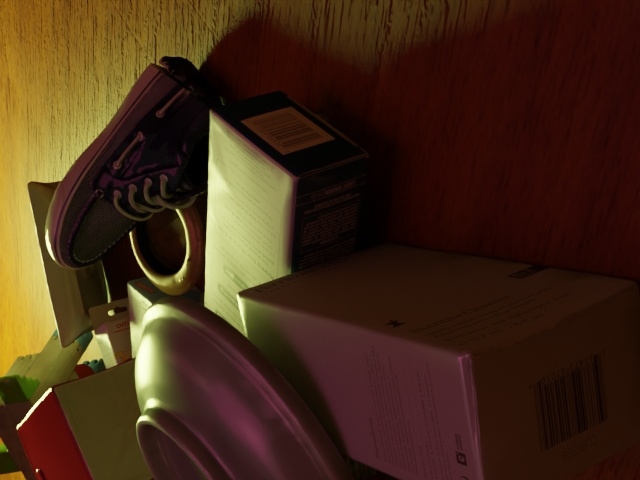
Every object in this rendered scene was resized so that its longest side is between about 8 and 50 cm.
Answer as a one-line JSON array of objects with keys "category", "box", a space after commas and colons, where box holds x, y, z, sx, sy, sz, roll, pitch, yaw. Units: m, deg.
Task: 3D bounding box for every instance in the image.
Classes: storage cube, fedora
[{"category": "storage cube", "box": [-0.317, 0.301, 1.774, 0.193, 0.183, 0.215, -42, 70, 51]}, {"category": "fedora", "box": [-0.206, -0.013, 1.737, 0.194, 0.079, 0.194, 19, 116, 45]}]

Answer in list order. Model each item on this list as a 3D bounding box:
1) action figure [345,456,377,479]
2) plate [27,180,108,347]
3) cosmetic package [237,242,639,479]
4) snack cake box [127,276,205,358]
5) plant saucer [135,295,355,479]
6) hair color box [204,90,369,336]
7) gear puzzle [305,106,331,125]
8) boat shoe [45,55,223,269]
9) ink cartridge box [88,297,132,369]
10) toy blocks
[{"category": "action figure", "box": [0.002, 0.317, 1.484, 0.276, 0.164, 0.141, 55, 155, 13]}, {"category": "plate", "box": [-0.424, 0.029, 2.044, 0.278, 0.045, 0.277, -65, -37, -86]}, {"category": "cosmetic package", "box": [0.107, 0.115, 1.157, 0.385, 0.217, 0.156, 11, 114, 55]}, {"category": "snack cake box", "box": [-0.194, 0.165, 1.791, 0.264, 0.089, 0.152, 32, 128, 49]}, {"category": "plant saucer", "box": [-0.099, 0.253, 1.284, 0.400, 0.100, 0.401, 40, 149, 29]}, {"category": "hair color box", "box": [-0.048, 0.020, 1.391, 0.174, 0.105, 0.347, 41, 138, 39]}, {"category": "gear puzzle", "box": [0.000, 0.000, 1.453, 0.175, 0.044, 0.339, 12, 117, 55]}, {"category": "boat shoe", "box": [-0.243, -0.077, 1.611, 0.158, 0.127, 0.341, 41, 104, 38]}, {"category": "ink cartridge box", "box": [-0.305, 0.179, 1.961, 0.061, 0.104, 0.181, -32, 76, 58]}, {"category": "toy blocks", "box": [-0.443, 0.320, 2.115, 0.190, 0.261, 0.382, -11, 118, 20]}]
